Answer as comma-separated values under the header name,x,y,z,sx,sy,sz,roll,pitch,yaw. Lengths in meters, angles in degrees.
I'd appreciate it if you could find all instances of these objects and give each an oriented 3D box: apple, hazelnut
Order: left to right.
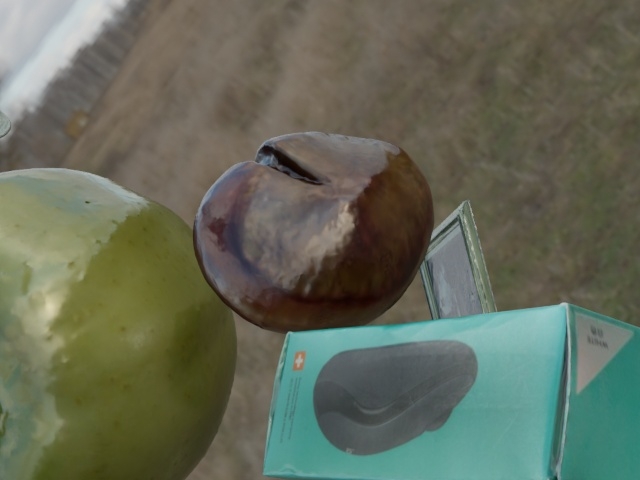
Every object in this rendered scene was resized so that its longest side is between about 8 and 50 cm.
name,x,y,z,sx,sy,sz,roll,pitch,yaw
apple,-0.324,0.133,1.728,0.473,0.473,0.473,-52,11,14
hazelnut,0.000,0.000,1.185,0.204,0.178,0.178,-30,-2,-28

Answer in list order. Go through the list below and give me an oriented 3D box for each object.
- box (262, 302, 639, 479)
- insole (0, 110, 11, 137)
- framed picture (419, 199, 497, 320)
name,x,y,z,sx,sy,sz,roll,pitch,yaw
box,0.129,0.129,0.998,0.311,0.205,0.118,-10,69,54
insole,-0.336,-0.113,1.355,0.002,0.053,0.152,-50,-7,18
framed picture,0.182,0.118,1.797,0.232,0.019,0.296,126,132,-71
